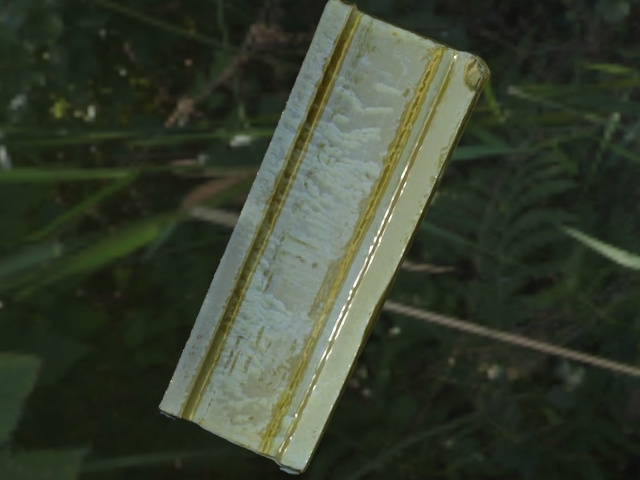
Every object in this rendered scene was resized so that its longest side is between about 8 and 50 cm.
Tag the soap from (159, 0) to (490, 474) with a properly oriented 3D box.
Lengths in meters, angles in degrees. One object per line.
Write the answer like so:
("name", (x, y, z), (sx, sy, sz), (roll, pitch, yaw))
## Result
("soap", (0.000, 0.000, 0.811), (0.037, 0.092, 0.252), (-50, -15, -75))
